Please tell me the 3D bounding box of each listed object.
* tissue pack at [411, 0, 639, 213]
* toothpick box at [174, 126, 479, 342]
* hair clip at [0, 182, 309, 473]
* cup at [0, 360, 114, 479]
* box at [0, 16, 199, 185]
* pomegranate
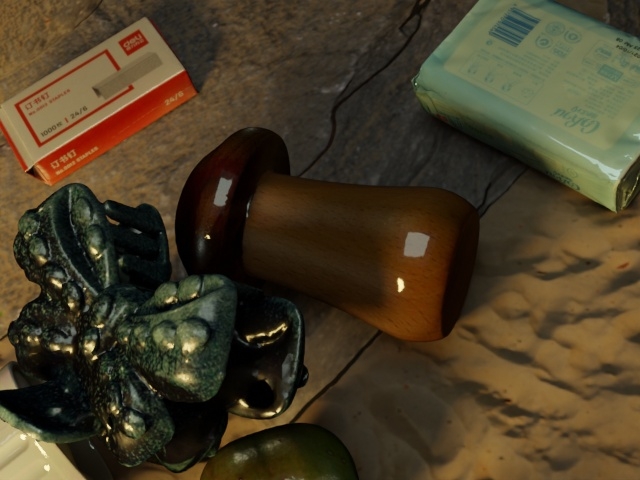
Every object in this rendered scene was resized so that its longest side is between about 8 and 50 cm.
[{"bbox_3d":[0.255,-0.159,1.227,0.263,0.089,0.177,32,73,27],"label":"tissue pack"},{"bbox_3d":[0.000,0.000,1.143,0.294,0.192,0.192,15,64,17],"label":"toothpick box"},{"bbox_3d":[-0.168,0.089,1.015,0.310,0.194,0.206,30,98,42],"label":"hair clip"},{"bbox_3d":[-0.317,0.243,1.066,0.202,0.167,0.221,-38,12,-5],"label":"cup"},{"bbox_3d":[-0.277,-0.171,1.404,0.229,0.050,0.123,-32,55,-6],"label":"box"},{"bbox_3d":[-0.027,0.263,1.020,0.152,0.131,0.191,-15,78,-13],"label":"pomegranate"}]
